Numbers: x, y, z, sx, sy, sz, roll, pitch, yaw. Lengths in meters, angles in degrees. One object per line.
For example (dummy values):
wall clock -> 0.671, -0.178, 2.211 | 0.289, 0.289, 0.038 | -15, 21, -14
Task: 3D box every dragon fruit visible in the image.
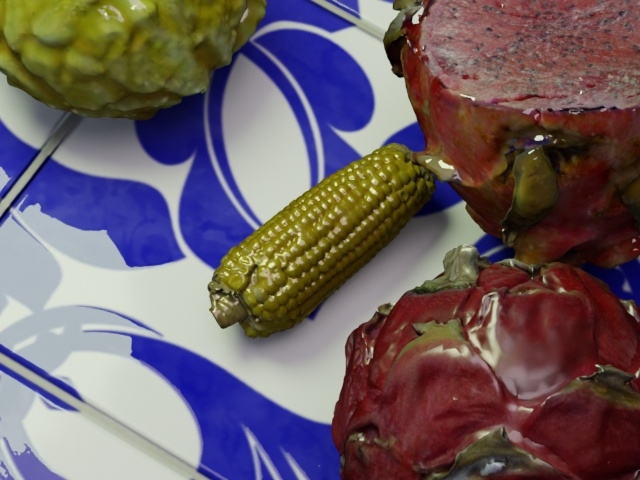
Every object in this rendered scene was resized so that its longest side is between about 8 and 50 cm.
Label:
dragon fruit -> 0.162, 0.172, 1.471 | 0.329, 0.329, 0.329 | 2, 64, -4
dragon fruit -> 0.226, -0.083, 1.619 | 0.296, 0.263, 0.314 | -23, 43, -21

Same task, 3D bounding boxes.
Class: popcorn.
popcorn -> -0.204, -0.245, 1.677 | 0.282, 0.247, 0.282 | -6, 50, 7

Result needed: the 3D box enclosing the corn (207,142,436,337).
corn -> 0.000, 0.000, 1.654 | 0.261, 0.097, 0.097 | -37, 72, -22
